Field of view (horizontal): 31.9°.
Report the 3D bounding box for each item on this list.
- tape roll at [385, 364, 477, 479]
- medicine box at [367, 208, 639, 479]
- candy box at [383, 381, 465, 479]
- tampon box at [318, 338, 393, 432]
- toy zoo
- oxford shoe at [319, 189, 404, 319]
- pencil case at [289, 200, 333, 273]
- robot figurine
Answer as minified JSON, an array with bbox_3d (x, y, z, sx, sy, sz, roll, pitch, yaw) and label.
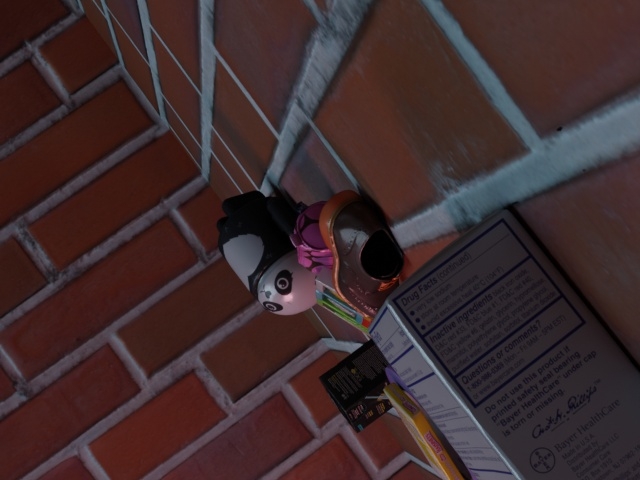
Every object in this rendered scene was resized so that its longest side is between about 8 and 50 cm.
[{"bbox_3d":[0.222,0.292,1.824,0.274,0.090,0.275,52,172,11],"label":"tape roll"},{"bbox_3d":[0.192,0.144,1.107,0.289,0.149,0.263,53,173,7],"label":"medicine box"},{"bbox_3d":[0.176,0.328,1.824,0.205,0.027,0.105,58,174,-29],"label":"candy box"},{"bbox_3d":[0.100,0.291,2.293,0.101,0.161,0.120,49,170,35],"label":"tampon box"},{"bbox_3d":[0.079,0.122,1.916,0.192,0.030,0.293,32,170,6],"label":"toy zoo"},{"bbox_3d":[0.075,0.046,1.621,0.098,0.097,0.271,40,166,38],"label":"oxford shoe"},{"bbox_3d":[0.000,0.000,1.843,0.095,0.098,0.209,52,173,13],"label":"pencil case"},{"bbox_3d":[-0.099,0.024,2.265,0.278,0.174,0.209,50,179,27],"label":"robot figurine"}]
